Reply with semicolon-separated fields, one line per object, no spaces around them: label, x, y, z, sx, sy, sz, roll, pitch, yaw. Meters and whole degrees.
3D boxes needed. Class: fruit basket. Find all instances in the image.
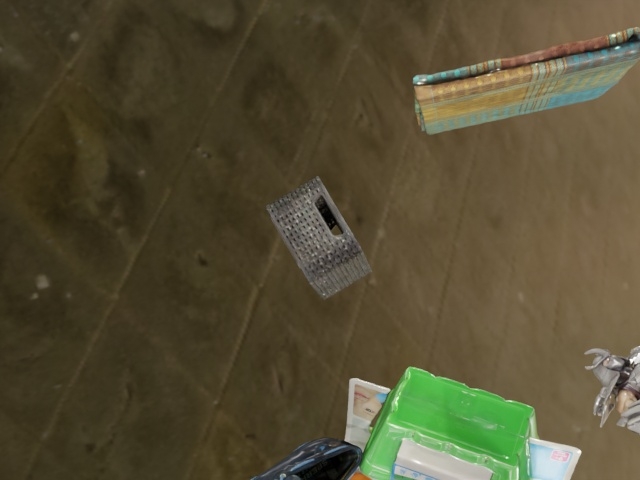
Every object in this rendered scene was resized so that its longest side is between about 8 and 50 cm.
fruit basket;0.179;0.359;1.567;0.165;0.326;0.353;-59;163;-46

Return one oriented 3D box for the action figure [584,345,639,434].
action figure;0.436;0.185;1.238;0.185;0.285;0.099;-42;145;-38

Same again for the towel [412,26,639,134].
towel;0.249;-0.194;1.340;0.370;0.271;0.040;4;74;-83

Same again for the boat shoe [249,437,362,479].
boat shoe;-0.041;0.335;1.423;0.258;0.089;0.109;-45;110;-42

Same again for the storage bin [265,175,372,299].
storage bin;0.000;0.000;1.483;0.122;0.084;0.180;59;0;14
